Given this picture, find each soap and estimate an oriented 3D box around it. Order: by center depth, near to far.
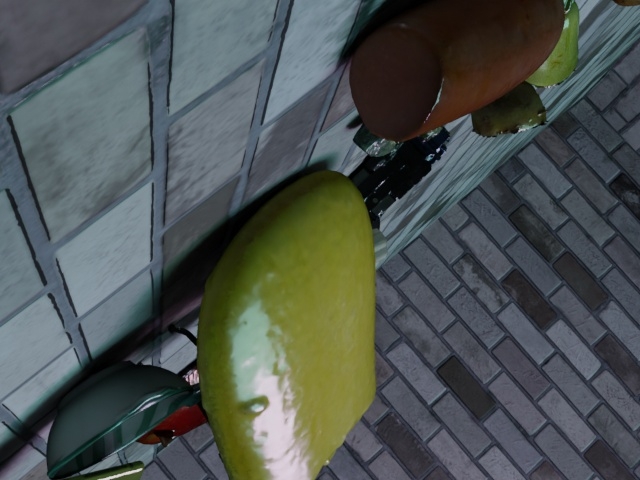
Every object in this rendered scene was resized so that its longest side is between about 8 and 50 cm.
[{"bbox_3d":[-0.033,0.116,1.181,0.306,0.115,0.427,-37,139,-35],"label":"soap"}]

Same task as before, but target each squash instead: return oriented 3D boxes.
[{"bbox_3d":[0.308,-0.287,1.300,0.094,0.094,0.224,-41,165,-4],"label":"squash"}]

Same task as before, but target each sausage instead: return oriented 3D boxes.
[{"bbox_3d":[0.133,-0.172,0.880,0.259,0.113,0.113,-32,169,-46],"label":"sausage"}]

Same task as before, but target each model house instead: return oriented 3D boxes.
[{"bbox_3d":[0.083,-0.123,1.081,0.083,0.066,0.079,-41,172,11],"label":"model house"}]

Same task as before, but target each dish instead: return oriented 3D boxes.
[{"bbox_3d":[-0.244,0.200,1.195,0.246,0.078,0.224,-22,162,-46],"label":"dish"}]

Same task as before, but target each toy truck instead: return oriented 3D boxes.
[{"bbox_3d":[0.092,-0.091,1.349,0.201,0.074,0.088,-45,-179,22],"label":"toy truck"}]

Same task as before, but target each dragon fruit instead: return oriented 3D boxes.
[{"bbox_3d":[-0.230,0.295,1.899,0.343,0.100,0.282,-42,169,-1],"label":"dragon fruit"}]

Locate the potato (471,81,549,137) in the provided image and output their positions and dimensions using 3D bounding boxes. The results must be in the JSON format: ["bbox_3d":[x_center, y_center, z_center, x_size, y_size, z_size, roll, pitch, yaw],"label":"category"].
[{"bbox_3d":[0.274,-0.225,1.544,0.100,0.089,0.172,-21,-157,-6],"label":"potato"}]

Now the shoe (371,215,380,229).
[{"bbox_3d":[0.087,-0.025,1.795,0.062,0.053,0.159,-40,177,18],"label":"shoe"}]

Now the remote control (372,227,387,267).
[{"bbox_3d":[0.025,0.042,1.469,0.090,0.049,0.230,-47,167,34],"label":"remote control"}]

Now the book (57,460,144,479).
[{"bbox_3d":[-0.391,0.370,1.151,0.352,0.035,0.239,-1,133,-50],"label":"book"}]

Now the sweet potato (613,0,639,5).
[{"bbox_3d":[0.464,-0.403,1.352,0.341,0.092,0.114,114,1,-74],"label":"sweet potato"}]

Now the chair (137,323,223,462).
[{"bbox_3d":[-0.126,0.195,1.352,0.149,0.213,0.174,-25,165,-48],"label":"chair"}]
